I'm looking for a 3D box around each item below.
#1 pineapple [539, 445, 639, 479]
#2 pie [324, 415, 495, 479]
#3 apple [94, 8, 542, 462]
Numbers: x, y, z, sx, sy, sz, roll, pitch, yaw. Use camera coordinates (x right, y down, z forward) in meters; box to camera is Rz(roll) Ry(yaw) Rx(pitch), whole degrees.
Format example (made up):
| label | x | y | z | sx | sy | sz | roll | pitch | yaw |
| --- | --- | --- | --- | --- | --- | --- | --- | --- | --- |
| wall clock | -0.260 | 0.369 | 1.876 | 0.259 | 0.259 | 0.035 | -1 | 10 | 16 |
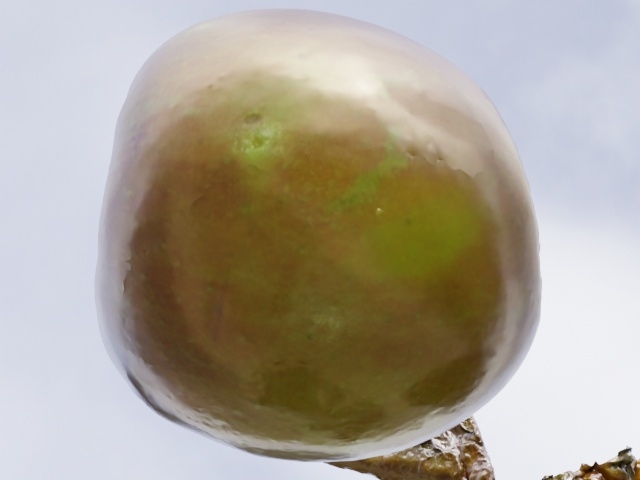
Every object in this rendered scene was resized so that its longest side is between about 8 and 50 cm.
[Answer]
| label | x | y | z | sx | sy | sz | roll | pitch | yaw |
| --- | --- | --- | --- | --- | --- | --- | --- | --- | --- |
| pineapple | 0.118 | 0.158 | 0.659 | 0.114 | 0.114 | 0.077 | -7 | -13 | -32 |
| pie | 0.041 | 0.127 | 0.999 | 0.191 | 0.088 | 0.033 | 11 | -27 | 21 |
| apple | 0.000 | 0.000 | 0.708 | 0.207 | 0.237 | 0.237 | 6 | -61 | -3 |
